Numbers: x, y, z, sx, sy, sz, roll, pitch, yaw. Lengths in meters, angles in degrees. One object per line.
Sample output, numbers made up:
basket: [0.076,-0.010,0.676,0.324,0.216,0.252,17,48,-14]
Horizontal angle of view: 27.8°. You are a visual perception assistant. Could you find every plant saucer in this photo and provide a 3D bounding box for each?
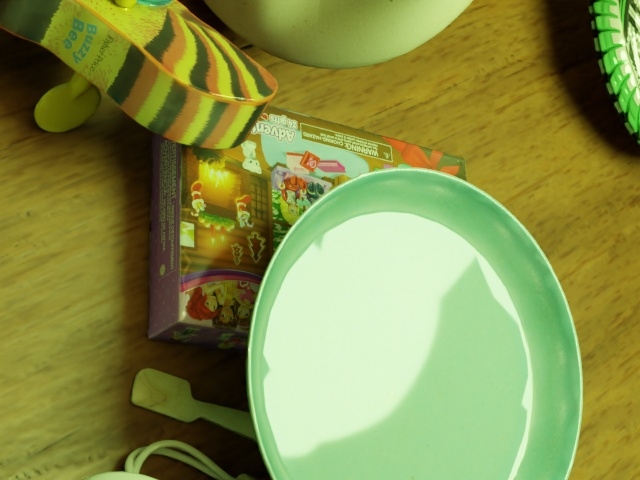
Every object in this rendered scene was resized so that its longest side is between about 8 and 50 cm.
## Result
plant saucer: [0.070,0.077,1.036,0.168,0.029,0.169,6,79,-33]
plant saucer: [0.072,0.103,0.989,0.317,0.043,0.318,6,78,-32]

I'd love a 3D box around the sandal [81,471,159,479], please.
sandal: [-0.042,0.331,0.872,0.169,0.102,0.416,-44,92,-13]

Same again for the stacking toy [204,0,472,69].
stacking toy: [0.117,-0.345,1.189,0.480,0.350,0.351,-16,80,-54]

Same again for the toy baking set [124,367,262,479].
toy baking set: [-0.045,0.206,0.969,0.196,0.030,0.256,-8,75,-37]

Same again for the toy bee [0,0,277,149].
toy bee: [-0.185,-0.164,0.949,0.298,0.195,0.162,26,31,24]

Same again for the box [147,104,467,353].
box: [0.000,0.000,1.073,0.293,0.057,0.201,11,66,-32]

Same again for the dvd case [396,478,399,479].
dvd case: [0.090,0.200,1.045,0.119,0.013,0.087,-31,129,-37]

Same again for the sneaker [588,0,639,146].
sneaker: [0.348,-0.251,1.323,0.134,0.146,0.344,-29,111,-72]
